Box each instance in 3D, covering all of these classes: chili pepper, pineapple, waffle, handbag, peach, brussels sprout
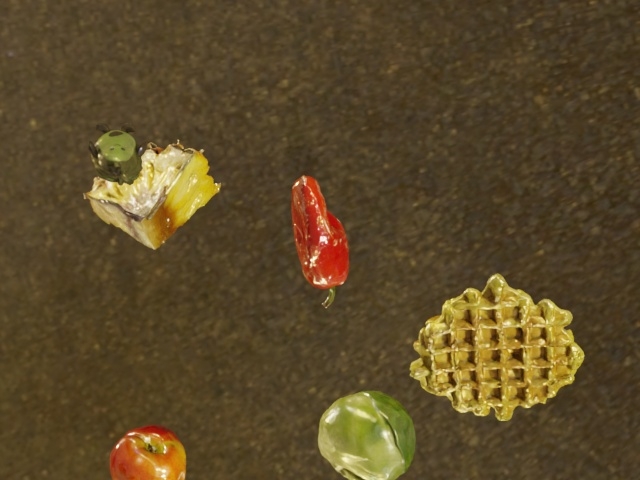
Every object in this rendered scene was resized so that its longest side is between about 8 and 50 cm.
[{"bbox_3d":[0.000,-0.001,1.120,0.191,0.050,0.059,78,180,-50],"label":"chili pepper"},{"bbox_3d":[-0.300,-0.075,2.048,0.236,0.186,0.114,-21,132,6],"label":"pineapple"},{"bbox_3d":[0.271,0.170,1.752,0.238,0.058,0.243,39,115,-15],"label":"waffle"},{"bbox_3d":[-0.244,-0.100,1.398,0.111,0.072,0.047,-112,24,-57],"label":"handbag"},{"bbox_3d":[-0.208,0.275,1.400,0.101,0.101,0.100,13,112,35],"label":"peach"},{"bbox_3d":[0.075,0.321,1.941,0.183,0.131,0.145,22,138,36],"label":"brussels sprout"}]
